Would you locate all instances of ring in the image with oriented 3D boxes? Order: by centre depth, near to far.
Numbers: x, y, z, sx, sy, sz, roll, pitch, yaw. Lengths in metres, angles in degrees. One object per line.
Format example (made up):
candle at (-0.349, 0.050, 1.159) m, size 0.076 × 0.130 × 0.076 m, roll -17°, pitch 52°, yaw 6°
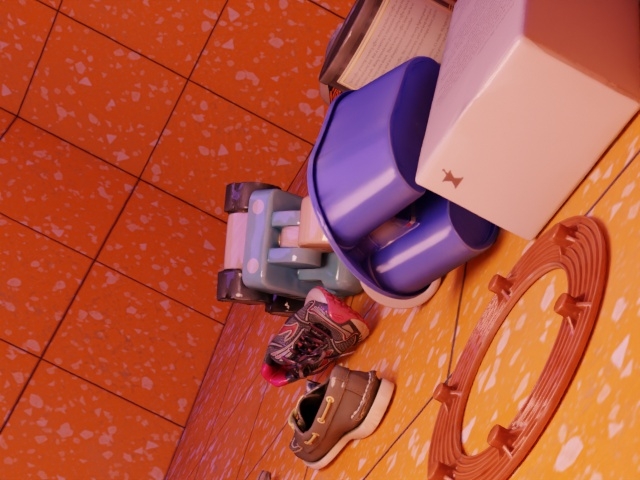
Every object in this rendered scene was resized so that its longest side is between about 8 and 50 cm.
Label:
ring at (0.189, 0.120, 1.265) m, size 0.336 × 0.032 × 0.336 m, roll -60°, pitch 7°, yaw 13°

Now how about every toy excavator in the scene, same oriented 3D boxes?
toy excavator at (0.000, 0.000, 2.144) m, size 0.445 × 0.433 × 0.222 m, roll -3°, pitch 77°, yaw 37°

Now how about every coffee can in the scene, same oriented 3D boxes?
coffee can at (0.164, -0.262, 1.821) m, size 0.201 × 0.275 × 0.201 m, roll -61°, pitch 7°, yaw 13°

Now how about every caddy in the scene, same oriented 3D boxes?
caddy at (0.106, -0.081, 1.614) m, size 0.179 × 0.241 × 0.341 m, roll -31°, pitch 25°, yaw 35°

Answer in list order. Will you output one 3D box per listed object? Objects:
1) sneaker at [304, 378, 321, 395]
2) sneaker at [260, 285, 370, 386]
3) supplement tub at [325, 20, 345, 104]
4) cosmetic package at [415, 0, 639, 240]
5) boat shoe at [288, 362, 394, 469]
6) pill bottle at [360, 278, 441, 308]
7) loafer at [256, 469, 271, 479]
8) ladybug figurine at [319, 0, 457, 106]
sneaker at (-0.006, 0.268, 2.023) m, size 0.135 × 0.052 × 0.058 m, roll 124°, pitch 163°, yaw -87°
sneaker at (-0.011, 0.171, 2.031) m, size 0.112 × 0.121 × 0.299 m, roll -50°, pitch -1°, yaw -28°
supplement tub at (0.120, -0.236, 2.128) m, size 0.207 × 0.207 × 0.338 m, roll -57°, pitch 25°, yaw 35°
cosmetic package at (0.264, -0.237, 1.499) m, size 0.230 × 0.162 × 0.453 m, roll -56°, pitch 10°, yaw 38°
boat shoe at (0.009, 0.252, 1.774) m, size 0.109 × 0.091 × 0.305 m, roll -67°, pitch 9°, yaw -29°
pill bottle at (0.123, -0.001, 1.793) m, size 0.119 × 0.119 × 0.208 m, roll -59°, pitch 8°, yaw 29°
loafer at (-0.094, 0.437, 2.067) m, size 0.125 × 0.039 × 0.045 m, roll -70°, pitch -23°, yaw -60°
ladybug figurine at (0.177, -0.437, 2.534) m, size 0.449 × 0.162 × 0.305 m, roll -52°, pitch -18°, yaw -12°
